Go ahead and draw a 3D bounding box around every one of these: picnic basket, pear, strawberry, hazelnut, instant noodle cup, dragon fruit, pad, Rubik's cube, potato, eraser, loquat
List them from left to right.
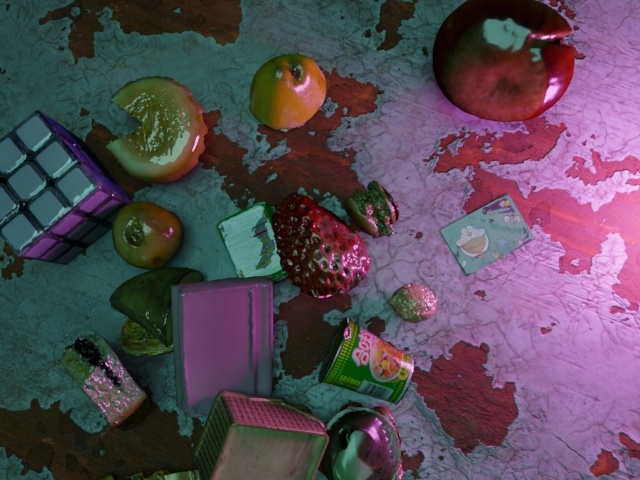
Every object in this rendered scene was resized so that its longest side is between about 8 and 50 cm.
[{"bbox_3d":[-0.785,-0.140,1.737,0.303,0.305,0.301,-40,82,-2],"label":"Rubik's cube"},{"bbox_3d":[-0.512,0.167,1.727,0.254,0.112,0.270,1,41,16],"label":"potato"},{"bbox_3d":[-0.519,-0.015,1.771,0.212,0.213,0.213,0,82,2],"label":"loquat"},{"bbox_3d":[-0.271,0.293,1.657,0.272,0.122,0.360,-4,101,-29],"label":"eraser"},{"bbox_3d":[-0.160,0.562,1.622,0.312,0.175,0.228,17,99,-27],"label":"picnic basket"},{"bbox_3d":[-0.113,-0.489,1.826,0.266,0.178,0.267,-1,79,5],"label":"pear"},{"bbox_3d":[0.000,0.000,1.717,0.265,0.149,0.336,-32,85,-29],"label":"strawberry"},{"bbox_3d":[0.108,0.612,1.697,0.268,0.130,0.296,23,83,0],"label":"dragon fruit"},{"bbox_3d":[0.138,0.358,1.698,0.232,0.207,0.207,25,84,-1],"label":"instant noodle cup"},{"bbox_3d":[0.513,-0.020,1.824,0.245,0.006,0.170,-28,82,-1],"label":"pad"},{"bbox_3d":[0.536,-0.544,1.730,0.408,0.359,0.360,16,83,-4],"label":"hazelnut"}]

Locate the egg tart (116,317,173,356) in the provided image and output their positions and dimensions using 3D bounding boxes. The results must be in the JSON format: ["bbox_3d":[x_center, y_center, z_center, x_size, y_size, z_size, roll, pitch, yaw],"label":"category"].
[{"bbox_3d":[-0.465,0.267,1.749,0.252,0.099,0.232,-23,38,-17],"label":"egg tart"}]

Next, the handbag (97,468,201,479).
[{"bbox_3d":[-0.535,0.812,1.697,0.400,0.133,0.283,-7,77,1],"label":"handbag"}]

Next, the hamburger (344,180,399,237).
[{"bbox_3d":[0.157,-0.079,1.769,0.131,0.159,0.185,-36,62,-7],"label":"hamburger"}]

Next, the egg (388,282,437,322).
[{"bbox_3d":[0.273,0.184,1.749,0.140,0.118,0.116,8,100,12],"label":"egg"}]

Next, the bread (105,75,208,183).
[{"bbox_3d":[-0.493,-0.336,1.824,0.332,0.160,0.334,0,84,2],"label":"bread"}]

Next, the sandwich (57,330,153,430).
[{"bbox_3d":[-0.596,0.390,1.649,0.131,0.325,0.262,-40,80,-23],"label":"sandwich"}]

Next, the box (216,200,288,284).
[{"bbox_3d":[-0.193,0.021,1.796,0.180,0.103,0.250,-23,81,-1],"label":"box"}]
